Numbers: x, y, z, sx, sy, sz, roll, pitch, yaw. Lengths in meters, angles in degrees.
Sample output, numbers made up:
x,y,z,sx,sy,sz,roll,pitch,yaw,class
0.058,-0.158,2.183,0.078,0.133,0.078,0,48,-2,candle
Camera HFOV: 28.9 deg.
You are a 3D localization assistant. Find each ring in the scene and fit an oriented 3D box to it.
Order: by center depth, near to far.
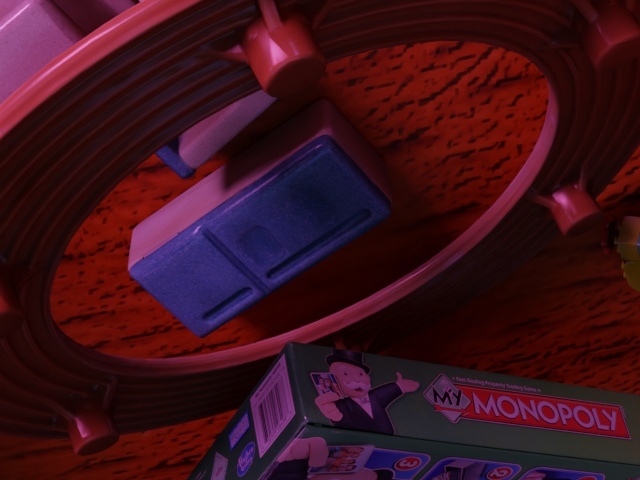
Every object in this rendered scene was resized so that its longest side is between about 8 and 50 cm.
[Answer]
x,y,z,sx,sy,sz,roll,pitch,yaw,class
0.000,0.000,0.497,0.336,0.032,0.336,-22,155,-11,ring

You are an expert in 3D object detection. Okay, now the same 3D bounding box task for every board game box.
x,y,z,sx,sy,sz,roll,pitch,yaw,class
0.014,0.174,0.660,0.213,0.046,0.317,11,136,-27,board game box

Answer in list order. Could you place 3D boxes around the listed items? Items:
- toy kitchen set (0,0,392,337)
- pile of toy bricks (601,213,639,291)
x,y,z,sx,sy,sz,roll,pitch,yaw,class
-0.074,-0.022,0.501,0.122,0.166,0.207,-33,120,19,toy kitchen set
0.187,0.011,0.593,0.105,0.118,0.212,7,148,27,pile of toy bricks
